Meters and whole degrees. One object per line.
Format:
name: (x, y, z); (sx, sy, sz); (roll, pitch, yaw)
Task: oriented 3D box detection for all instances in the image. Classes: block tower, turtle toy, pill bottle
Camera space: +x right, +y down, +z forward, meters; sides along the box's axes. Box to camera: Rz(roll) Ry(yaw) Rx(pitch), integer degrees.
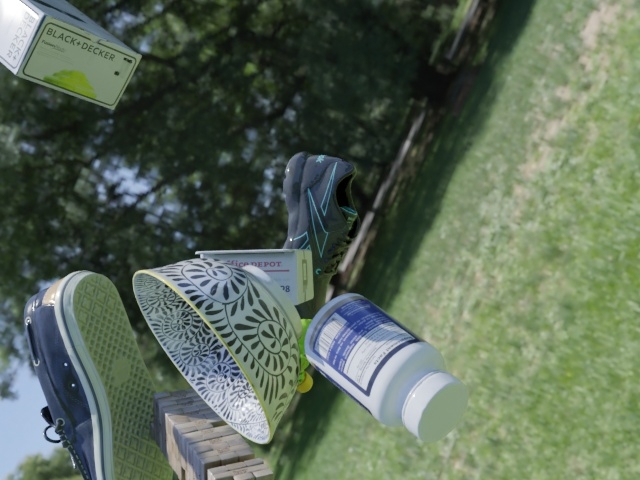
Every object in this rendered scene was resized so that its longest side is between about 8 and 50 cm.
block tower: (-0.184, 0.343, 1.615); (0.335, 0.091, 0.097); (29, 121, 58)
turtle toy: (-0.053, 0.146, 1.219); (0.130, 0.095, 0.066); (-33, 42, 8)
pill bottle: (0.068, 0.132, 1.023); (0.094, 0.169, 0.094); (-23, -51, -31)

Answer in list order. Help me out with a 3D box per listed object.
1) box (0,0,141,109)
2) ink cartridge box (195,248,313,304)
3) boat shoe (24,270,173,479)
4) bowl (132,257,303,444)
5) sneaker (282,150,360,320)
box: (-0.397, -0.296, 1.362); (0.169, 0.290, 0.087); (15, -72, -53)
ink cartridge box: (-0.069, 0.040, 1.086); (0.180, 0.104, 0.060); (7, -98, -84)
boat shoe: (-0.390, 0.299, 1.753); (0.187, 0.156, 0.500); (-32, -71, -59)
bowl: (-0.067, 0.072, 0.799); (0.080, 0.170, 0.170); (-37, -15, -24)
sneaker: (0.000, 0.000, 1.519); (0.101, 0.106, 0.267); (-20, -68, -67)
